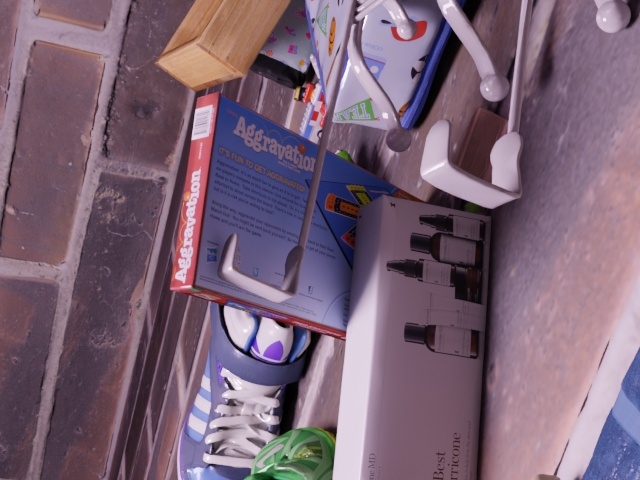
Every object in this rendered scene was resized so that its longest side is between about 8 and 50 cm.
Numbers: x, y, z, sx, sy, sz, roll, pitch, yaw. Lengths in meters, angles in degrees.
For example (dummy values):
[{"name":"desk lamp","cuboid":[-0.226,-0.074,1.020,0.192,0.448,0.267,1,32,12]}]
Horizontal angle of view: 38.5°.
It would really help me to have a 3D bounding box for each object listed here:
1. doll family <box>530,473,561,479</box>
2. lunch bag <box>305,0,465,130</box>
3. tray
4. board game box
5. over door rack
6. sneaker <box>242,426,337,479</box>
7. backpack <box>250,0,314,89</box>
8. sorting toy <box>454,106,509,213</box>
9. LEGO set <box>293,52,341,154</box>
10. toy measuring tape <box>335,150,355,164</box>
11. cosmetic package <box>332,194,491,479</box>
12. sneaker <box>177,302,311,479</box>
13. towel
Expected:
[{"name":"doll family","cuboid":[0.112,0.237,0.545,0.111,0.076,0.193,-114,32,-55]},{"name":"lunch bag","cuboid":[0.059,-0.266,0.952,0.303,0.115,0.243,-97,18,-48]},{"name":"tray","cuboid":[-0.050,-0.385,1.168,0.411,0.076,0.203,-59,22,-10]},{"name":"board game box","cuboid":[0.000,0.000,0.739,0.027,0.281,0.145,-5,71,39]},{"name":"over door rack","cuboid":[0.081,-0.103,0.638,0.239,0.108,0.324,-27,32,51]},{"name":"sneaker","cuboid":[-0.031,0.249,0.917,0.295,0.123,0.109,177,102,-74]},{"name":"backpack","cuboid":[-0.050,-0.323,1.333,0.182,0.152,0.115,-65,27,11]},{"name":"sorting toy","cuboid":[0.131,-0.064,0.755,0.062,0.012,0.083,-131,56,-63]},{"name":"LEGO set","cuboid":[-0.023,-0.129,1.245,0.182,0.060,0.244,137,140,-59]},{"name":"toy measuring tape","cuboid":[0.001,0.022,0.951,0.330,0.121,0.121,-97,24,-47]},{"name":"cosmetic package","cuboid":[0.072,0.092,0.710,0.060,0.099,0.239,146,131,-69]},{"name":"sneaker","cuboid":[-0.093,0.192,1.146,0.236,0.130,0.322,117,163,-55]},{"name":"towel","cuboid":[0.173,0.104,0.483,0.067,0.029,0.119,-115,38,-64]}]
